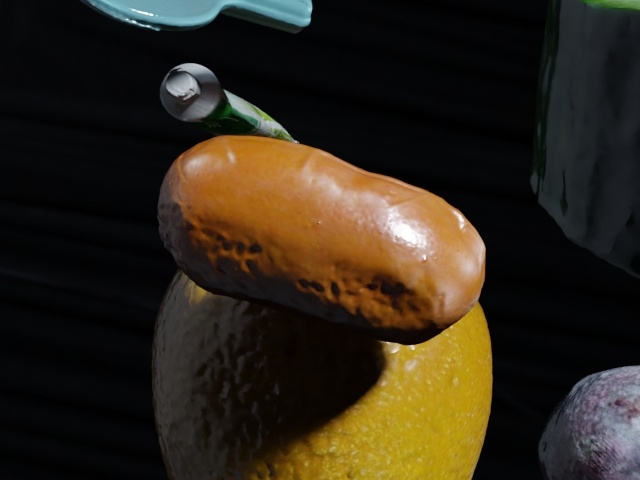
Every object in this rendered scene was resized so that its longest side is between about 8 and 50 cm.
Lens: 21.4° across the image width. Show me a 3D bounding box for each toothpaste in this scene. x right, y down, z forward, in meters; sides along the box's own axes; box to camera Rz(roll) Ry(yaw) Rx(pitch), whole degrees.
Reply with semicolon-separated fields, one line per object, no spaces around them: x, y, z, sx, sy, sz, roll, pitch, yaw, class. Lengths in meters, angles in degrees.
-0.082;-0.108;1.426;0.248;0.078;0.047;24;82;-76;toothpaste

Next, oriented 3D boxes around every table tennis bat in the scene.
-0.099;-0.187;1.250;0.124;0.201;0.033;-108;-144;-46;table tennis bat

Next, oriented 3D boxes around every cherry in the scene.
0.334;0.222;1.843;0.195;0.195;0.195;12;90;-72;cherry

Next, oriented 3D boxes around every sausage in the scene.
0.000;-0.002;1.301;0.133;0.258;0.133;18;90;-85;sausage

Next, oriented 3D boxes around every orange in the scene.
0.001;0.139;1.528;0.322;0.322;0.357;41;47;-70;orange

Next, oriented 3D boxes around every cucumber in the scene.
0.185;-0.048;0.690;0.191;0.191;0.130;-38;133;-63;cucumber
